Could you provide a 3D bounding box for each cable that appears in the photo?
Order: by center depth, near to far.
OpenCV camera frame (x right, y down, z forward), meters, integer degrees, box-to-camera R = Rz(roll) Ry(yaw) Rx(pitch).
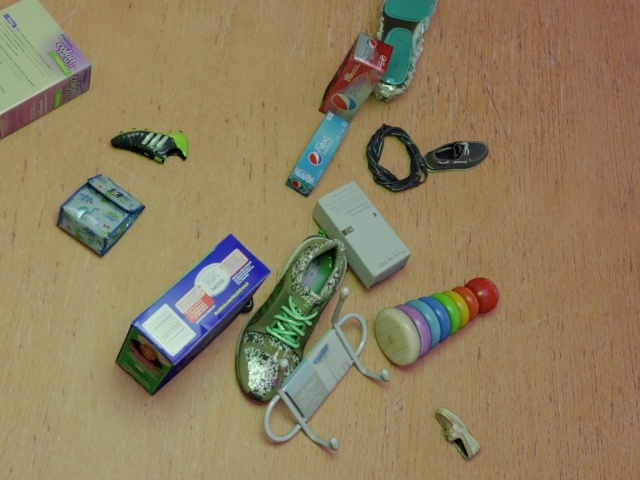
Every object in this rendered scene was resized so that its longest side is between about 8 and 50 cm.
[{"bbox_3d":[0.186,-0.213,2.082,0.150,0.047,0.185,-18,79,-19],"label":"cable"}]

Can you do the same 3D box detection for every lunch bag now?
[{"bbox_3d":[-0.474,-0.065,1.773,0.129,0.096,0.151,36,49,0],"label":"lunch bag"}]

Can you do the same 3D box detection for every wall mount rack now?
[{"bbox_3d":[0.010,0.266,1.723,0.350,0.130,0.304,-49,128,-27],"label":"wall mount rack"}]

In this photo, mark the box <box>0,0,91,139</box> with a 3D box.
[{"bbox_3d":[-0.675,-0.386,1.808,0.243,0.117,0.213,-39,85,-26],"label":"box"}]

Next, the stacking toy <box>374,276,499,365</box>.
[{"bbox_3d":[0.292,0.175,1.931,0.330,0.141,0.141,-20,78,-32],"label":"stacking toy"}]

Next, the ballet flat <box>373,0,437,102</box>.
[{"bbox_3d":[0.210,-0.546,2.161,0.147,0.147,0.409,23,71,-9],"label":"ballet flat"}]

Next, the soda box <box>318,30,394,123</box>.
[{"bbox_3d":[0.083,-0.391,1.986,0.092,0.263,0.083,23,66,-9],"label":"soda box"}]

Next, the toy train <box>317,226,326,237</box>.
[{"bbox_3d":[0.000,0.000,1.948,0.023,0.017,0.083,28,63,-18],"label":"toy train"}]

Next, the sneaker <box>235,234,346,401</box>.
[{"bbox_3d":[-0.059,0.151,1.767,0.158,0.182,0.410,27,72,-4],"label":"sneaker"}]

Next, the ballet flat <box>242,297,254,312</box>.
[{"bbox_3d":[-0.187,0.080,1.834,0.057,0.049,0.173,-18,77,-25],"label":"ballet flat"}]

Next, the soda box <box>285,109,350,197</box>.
[{"bbox_3d":[-0.006,-0.213,1.996,0.067,0.071,0.210,32,63,-4],"label":"soda box"}]

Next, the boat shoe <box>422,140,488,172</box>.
[{"bbox_3d":[0.364,-0.226,2.131,0.206,0.065,0.075,-14,75,-23],"label":"boat shoe"}]

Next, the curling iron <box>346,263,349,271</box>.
[{"bbox_3d":[0.068,0.062,1.936,0.068,0.035,0.274,38,63,-2],"label":"curling iron"}]

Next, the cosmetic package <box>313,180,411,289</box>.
[{"bbox_3d":[0.095,-0.014,1.911,0.117,0.085,0.231,-31,71,-22],"label":"cosmetic package"}]

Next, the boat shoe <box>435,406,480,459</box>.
[{"bbox_3d":[0.310,0.443,1.865,0.135,0.050,0.045,47,58,3],"label":"boat shoe"}]

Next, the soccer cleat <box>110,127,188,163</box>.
[{"bbox_3d":[-0.390,-0.217,1.874,0.178,0.060,0.072,-2,72,-23],"label":"soccer cleat"}]

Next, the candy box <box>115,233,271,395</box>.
[{"bbox_3d":[-0.261,0.157,1.630,0.122,0.317,0.268,44,62,3],"label":"candy box"}]
